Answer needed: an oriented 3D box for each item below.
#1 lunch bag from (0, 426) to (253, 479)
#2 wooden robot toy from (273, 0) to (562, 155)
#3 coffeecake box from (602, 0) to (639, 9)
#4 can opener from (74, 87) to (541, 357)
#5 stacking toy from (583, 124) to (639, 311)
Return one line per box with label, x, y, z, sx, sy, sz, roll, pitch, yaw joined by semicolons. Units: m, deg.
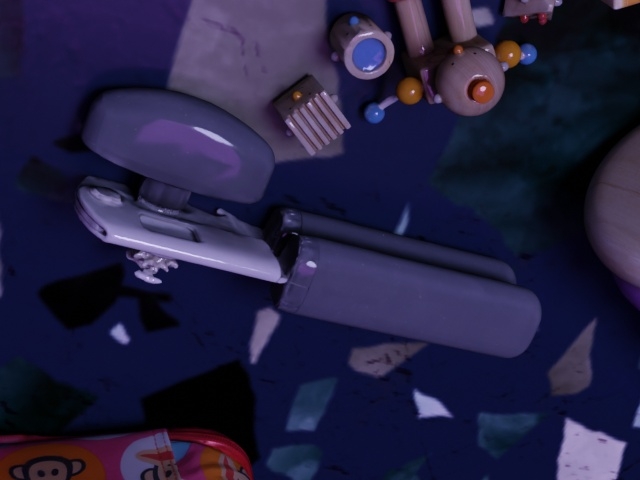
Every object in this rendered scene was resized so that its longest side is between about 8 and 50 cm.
lunch bag;-0.173;0.246;0.750;0.293;0.120;0.258;-2;119;-15
wooden robot toy;0.061;-0.094;0.655;0.173;0.079;0.076;-22;121;-4
coffeecake box;0.212;-0.217;0.636;0.186;0.068;0.142;-18;121;-6
can opener;0.000;0.000;0.692;0.280;0.074;0.093;18;111;-23
stacking toy;0.282;0.068;0.787;0.141;0.141;0.330;-33;128;3
